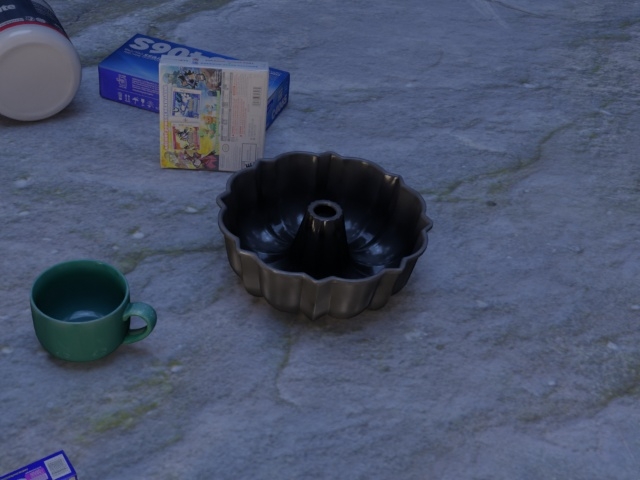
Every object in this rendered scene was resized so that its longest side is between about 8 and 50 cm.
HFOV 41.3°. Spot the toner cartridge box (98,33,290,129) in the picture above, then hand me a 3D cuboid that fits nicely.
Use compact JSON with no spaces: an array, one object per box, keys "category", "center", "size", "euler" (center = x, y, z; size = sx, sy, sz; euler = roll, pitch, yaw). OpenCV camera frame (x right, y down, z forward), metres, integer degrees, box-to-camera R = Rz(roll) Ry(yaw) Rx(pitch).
[{"category":"toner cartridge box","center":[-0.251,-0.313,1.705],"size":[0.347,0.075,0.165],"euler":[16,41,11]}]

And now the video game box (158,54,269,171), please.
[{"category":"video game box","center":[-0.189,-0.219,1.497],"size":[0.187,0.205,0.048],"euler":[2,35,-7]}]

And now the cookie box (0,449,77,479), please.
[{"category":"cookie box","center":[-0.310,0.291,0.925],"size":[0.091,0.107,0.040],"euler":[-20,47,-29]}]

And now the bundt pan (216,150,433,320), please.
[{"category":"bundt pan","center":[0.000,0.000,1.319],"size":[0.330,0.124,0.331],"euler":[5,39,-4]}]

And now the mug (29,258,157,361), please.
[{"category":"mug","center":[-0.316,0.109,1.156],"size":[0.157,0.097,0.129],"euler":[35,46,29]}]

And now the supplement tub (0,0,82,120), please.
[{"category":"supplement tub","center":[-0.583,-0.371,1.632],"size":[0.191,0.191,0.272],"euler":[-14,43,-24]}]
